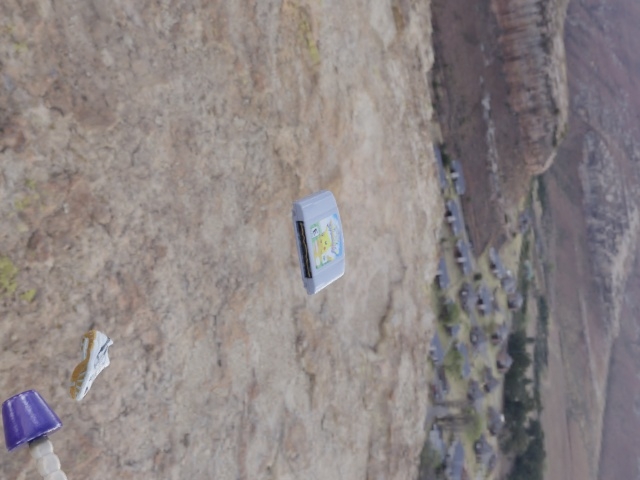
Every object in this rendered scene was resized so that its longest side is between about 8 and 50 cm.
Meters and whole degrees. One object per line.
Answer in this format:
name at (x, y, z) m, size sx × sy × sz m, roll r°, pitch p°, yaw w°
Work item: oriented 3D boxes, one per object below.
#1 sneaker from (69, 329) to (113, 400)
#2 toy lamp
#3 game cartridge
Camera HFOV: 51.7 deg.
sneaker at (-0.265, 0.148, 0.775) m, size 0.037 × 0.032 × 0.083 m, roll 38°, pitch 54°, yaw -46°
toy lamp at (-0.362, 0.338, 0.904) m, size 0.274 × 0.080 × 0.080 m, roll 62°, pitch 22°, yaw 12°
game cartridge at (0.000, 0.000, 0.581) m, size 0.056 × 0.017 × 0.083 m, roll -32°, pitch 118°, yaw -55°
